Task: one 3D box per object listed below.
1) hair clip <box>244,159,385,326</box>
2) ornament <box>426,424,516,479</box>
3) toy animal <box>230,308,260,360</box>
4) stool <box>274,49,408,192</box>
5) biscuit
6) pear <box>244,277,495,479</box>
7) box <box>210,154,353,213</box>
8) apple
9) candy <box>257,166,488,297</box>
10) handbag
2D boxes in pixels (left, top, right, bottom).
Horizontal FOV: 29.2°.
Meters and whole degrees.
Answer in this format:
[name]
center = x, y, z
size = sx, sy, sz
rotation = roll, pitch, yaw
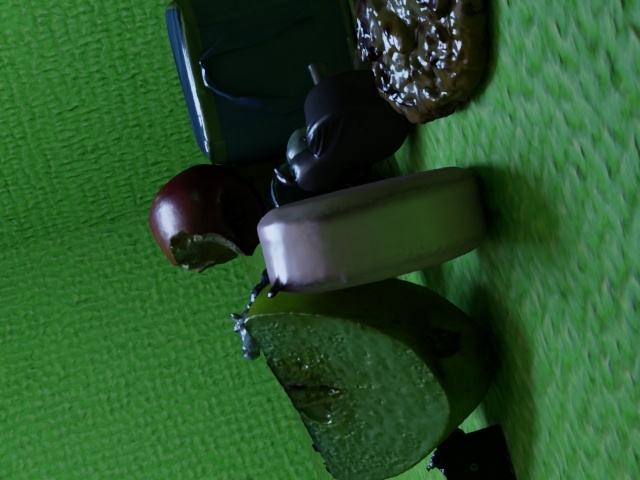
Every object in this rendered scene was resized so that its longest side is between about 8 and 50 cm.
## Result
[hair clip]
center = 0.001, 0.000, 1.660
size = 0.206, 0.194, 0.310
rotation = 120, 165, -52
[ornament]
center = 0.173, 0.278, 1.552
size = 0.203, 0.081, 0.088
rotation = 154, 101, -81
[toy animal]
center = 0.012, 0.112, 1.771
size = 0.170, 0.255, 0.090
rotation = 41, 138, 49
[stool]
center = 0.025, -0.146, 1.526
size = 0.217, 0.125, 0.121
rotation = -41, 47, 37
[biscuit]
center = 0.082, -0.265, 1.271
size = 0.334, 0.081, 0.289
rotation = 113, 140, -73
[pear]
center = 0.078, 0.134, 1.446
size = 0.159, 0.292, 0.292
rotation = -53, -34, -44
[box]
center = -0.046, -0.083, 1.853
size = 0.064, 0.220, 0.141
rotation = -119, 17, -66
[apple]
center = -0.167, -0.032, 1.741
size = 0.158, 0.156, 0.147
rotation = -18, 94, 43
[candy]
center = 0.049, -0.010, 1.305
size = 0.255, 0.255, 0.094
rotation = -173, 69, -80
[handbag]
center = -0.080, -0.251, 1.746
size = 0.222, 0.241, 0.263
rotation = -157, 54, -79
